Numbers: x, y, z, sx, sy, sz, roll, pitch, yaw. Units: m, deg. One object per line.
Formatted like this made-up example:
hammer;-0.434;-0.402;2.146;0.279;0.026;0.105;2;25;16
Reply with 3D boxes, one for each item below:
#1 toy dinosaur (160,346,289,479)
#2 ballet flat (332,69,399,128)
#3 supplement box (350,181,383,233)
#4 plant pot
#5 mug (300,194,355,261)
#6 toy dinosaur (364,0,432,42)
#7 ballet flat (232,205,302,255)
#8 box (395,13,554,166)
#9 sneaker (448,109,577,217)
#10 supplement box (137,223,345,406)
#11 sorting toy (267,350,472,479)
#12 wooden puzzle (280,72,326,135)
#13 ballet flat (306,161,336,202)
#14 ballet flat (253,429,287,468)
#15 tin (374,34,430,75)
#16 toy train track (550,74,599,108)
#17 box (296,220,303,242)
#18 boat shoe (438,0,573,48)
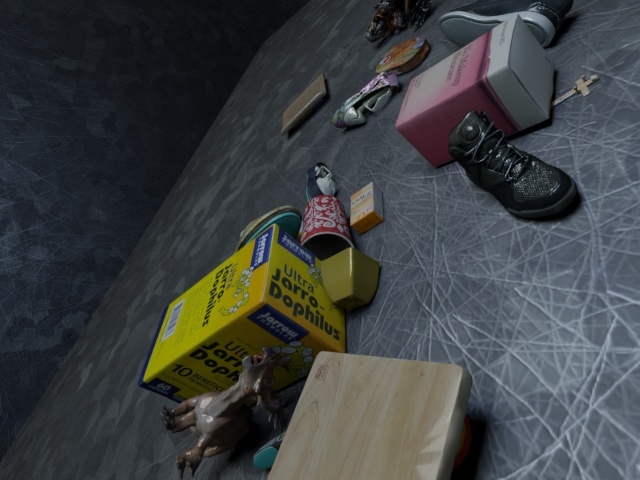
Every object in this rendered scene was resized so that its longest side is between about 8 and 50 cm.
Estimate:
toy dinosaur;-0.160;0.312;0.813;0.127;0.200;0.295;62;149;20
ballet flat;0.123;-0.369;1.264;0.221;0.077;0.079;-36;51;27
supplement box;0.097;-0.069;0.974;0.062;0.036;0.098;-33;33;30
plant pot;0.054;0.075;0.829;0.081;0.081;0.083;-29;47;36
mug;-0.004;-0.007;0.974;0.150;0.113;0.169;-32;30;19
toy dinosaur;0.260;-0.760;1.441;0.218;0.164;0.322;-77;12;-66
ballet flat;-0.158;0.042;1.061;0.348;0.123;0.123;-60;23;25
box;0.272;-0.257;0.828;0.232;0.127;0.148;-21;40;49
sneaker;0.264;-0.115;0.684;0.087;0.130;0.227;-48;30;12
supplement box;-0.146;0.170;0.886;0.356;0.194;0.195;-36;31;28
sorting toy;0.059;0.280;0.564;0.255;0.089;0.257;-11;47;51
wooden puzzle;-0.058;-0.500;1.716;0.221;0.044;0.238;-39;26;24
ballet flat;0.002;-0.141;1.170;0.074;0.074;0.203;-40;28;21
ballet flat;-0.060;0.330;0.746;0.114;0.041;0.041;-39;30;23
tin;0.228;-0.509;1.299;0.106;0.040;0.190;-54;28;-14
toy train track;0.401;-0.240;0.746;0.083;0.014;0.048;-32;33;33
box;-0.076;-0.026;1.143;0.136;0.081;0.028;-136;40;-64
boat shoe;0.370;-0.455;0.955;0.091;0.114;0.302;-52;40;1
